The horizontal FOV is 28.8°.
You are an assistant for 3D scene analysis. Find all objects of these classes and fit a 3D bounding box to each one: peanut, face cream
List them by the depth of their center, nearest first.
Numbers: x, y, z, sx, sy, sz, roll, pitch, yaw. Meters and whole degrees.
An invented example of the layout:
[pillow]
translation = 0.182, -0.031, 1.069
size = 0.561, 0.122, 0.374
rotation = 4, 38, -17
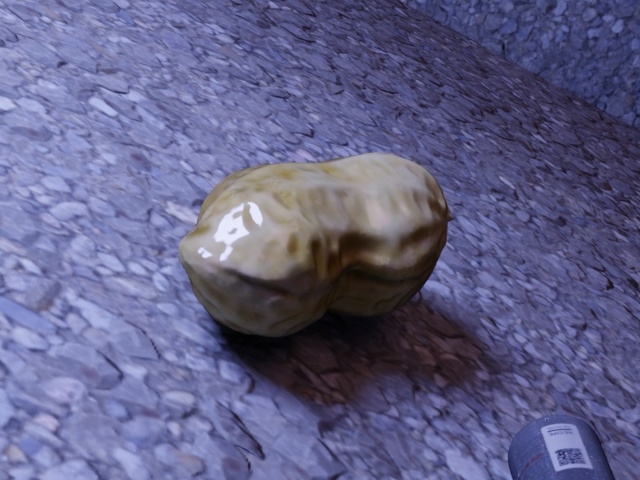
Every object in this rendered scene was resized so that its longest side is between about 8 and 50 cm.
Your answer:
[face cream]
translation = 0.184, 0.224, 0.833
size = 0.073, 0.073, 0.283
rotation = 25, 23, -14
[peanut]
translation = 0.000, 0.000, 0.993
size = 0.147, 0.147, 0.305
rotation = 44, 29, 28
